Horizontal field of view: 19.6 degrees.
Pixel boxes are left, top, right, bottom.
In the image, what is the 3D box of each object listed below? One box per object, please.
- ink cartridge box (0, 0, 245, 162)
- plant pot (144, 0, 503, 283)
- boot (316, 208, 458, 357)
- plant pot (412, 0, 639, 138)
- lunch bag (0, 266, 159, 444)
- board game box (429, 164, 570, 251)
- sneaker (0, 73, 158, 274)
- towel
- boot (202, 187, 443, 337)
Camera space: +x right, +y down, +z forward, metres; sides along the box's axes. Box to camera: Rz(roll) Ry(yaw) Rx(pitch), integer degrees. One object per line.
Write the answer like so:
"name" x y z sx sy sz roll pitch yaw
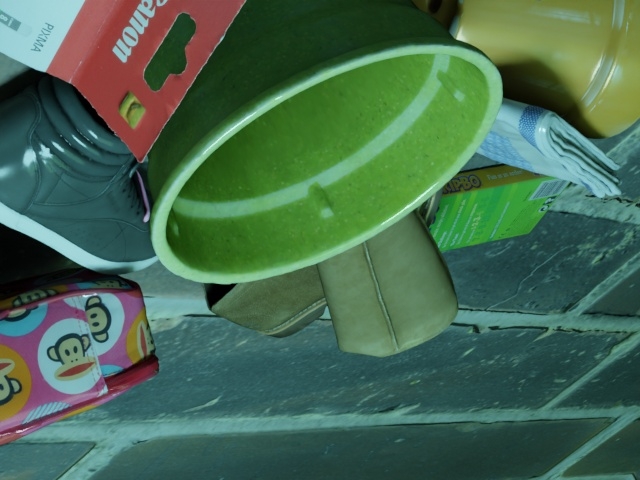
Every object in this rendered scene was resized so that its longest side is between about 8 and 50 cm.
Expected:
"ink cartridge box" -0.167 -0.179 1.207 0.056 0.224 0.181 -26 161 -45
"plant pot" -0.047 -0.149 1.361 0.276 0.254 0.276 -24 156 -11
"boot" 0.006 0.030 1.796 0.236 0.089 0.269 -20 141 0
"plant pot" 0.173 -0.198 1.599 0.188 0.205 0.205 5 143 -27
"lunch bag" -0.314 0.105 1.674 0.293 0.120 0.258 -17 -169 -23
"board game box" 0.161 -0.033 2.093 0.259 0.039 0.124 -14 152 -35
"sneaker" -0.176 -0.060 1.583 0.147 0.104 0.296 -31 153 20
"towel" 0.112 -0.108 1.637 0.209 0.285 0.034 27 83 -61
"boot" 0.000 0.000 1.912 0.115 0.112 0.305 16 134 -44
